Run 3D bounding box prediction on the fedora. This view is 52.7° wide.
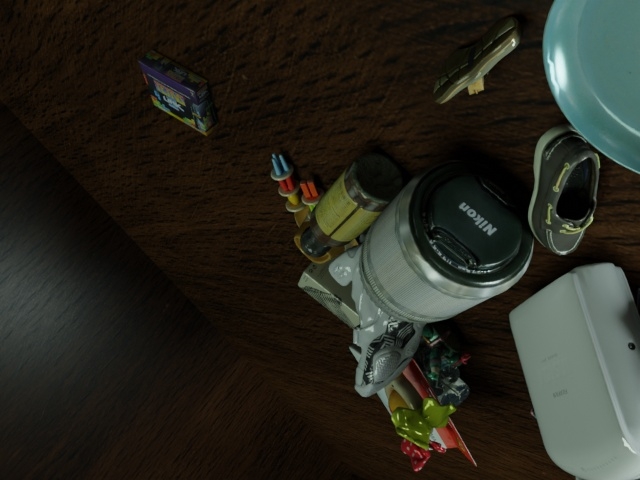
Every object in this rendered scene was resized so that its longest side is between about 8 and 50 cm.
[{"bbox_3d":[0.000,0.000,1.507,0.194,0.079,0.194,32,155,17],"label":"fedora"}]

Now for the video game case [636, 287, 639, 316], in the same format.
[{"bbox_3d":[0.504,0.171,0.958,0.019,0.143,0.157,-9,117,6],"label":"video game case"}]

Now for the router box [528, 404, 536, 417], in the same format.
[{"bbox_3d":[0.536,0.392,1.439,0.092,0.038,0.122,39,156,2],"label":"router box"}]

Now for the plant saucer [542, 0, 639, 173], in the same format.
[{"bbox_3d":[0.387,-0.180,0.662,0.318,0.043,0.317,33,155,18],"label":"plant saucer"}]

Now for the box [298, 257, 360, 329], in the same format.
[{"bbox_3d":[0.081,0.148,1.625,0.275,0.094,0.113,38,156,7],"label":"box"}]

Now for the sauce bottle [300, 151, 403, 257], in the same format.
[{"bbox_3d":[0.043,-0.054,1.278,0.111,0.111,0.344,42,150,-3],"label":"sauce bottle"}]

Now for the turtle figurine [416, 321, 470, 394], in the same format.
[{"bbox_3d":[0.253,0.234,1.490,0.234,0.118,0.175,49,180,-3],"label":"turtle figurine"}]

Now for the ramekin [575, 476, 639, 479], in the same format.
[{"bbox_3d":[0.549,0.363,1.079,0.135,0.277,0.277,9,154,-1],"label":"ramekin"}]

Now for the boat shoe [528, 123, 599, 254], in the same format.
[{"bbox_3d":[0.338,-0.051,0.891,0.068,0.081,0.227,-113,1,-45],"label":"boat shoe"}]

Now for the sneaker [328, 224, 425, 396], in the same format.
[{"bbox_3d":[0.115,0.143,1.381,0.210,0.137,0.365,36,118,33],"label":"sneaker"}]

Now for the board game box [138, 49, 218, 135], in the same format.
[{"bbox_3d":[-0.315,-0.328,1.445,0.170,0.048,0.141,31,156,20],"label":"board game box"}]

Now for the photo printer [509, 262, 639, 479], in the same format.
[{"bbox_3d":[0.420,0.220,1.021,0.256,0.107,0.307,111,151,-66],"label":"photo printer"}]

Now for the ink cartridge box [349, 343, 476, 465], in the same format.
[{"bbox_3d":[0.226,0.413,1.669,0.308,0.091,0.385,59,173,-7],"label":"ink cartridge box"}]

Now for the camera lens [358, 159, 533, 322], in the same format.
[{"bbox_3d":[0.195,0.012,1.060,0.219,0.219,0.274,40,156,1],"label":"camera lens"}]

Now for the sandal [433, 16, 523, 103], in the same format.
[{"bbox_3d":[0.206,-0.224,0.843,0.049,0.072,0.180,25,157,-19],"label":"sandal"}]

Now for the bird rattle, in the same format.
[{"bbox_3d":[0.224,0.406,1.518,0.207,0.143,0.253,57,171,28],"label":"bird rattle"}]

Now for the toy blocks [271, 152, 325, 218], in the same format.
[{"bbox_3d":[-0.048,-0.120,1.402,0.123,0.054,0.148,23,151,37],"label":"toy blocks"}]

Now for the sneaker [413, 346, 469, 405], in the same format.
[{"bbox_3d":[0.305,0.355,1.679,0.122,0.110,0.283,50,168,39],"label":"sneaker"}]
